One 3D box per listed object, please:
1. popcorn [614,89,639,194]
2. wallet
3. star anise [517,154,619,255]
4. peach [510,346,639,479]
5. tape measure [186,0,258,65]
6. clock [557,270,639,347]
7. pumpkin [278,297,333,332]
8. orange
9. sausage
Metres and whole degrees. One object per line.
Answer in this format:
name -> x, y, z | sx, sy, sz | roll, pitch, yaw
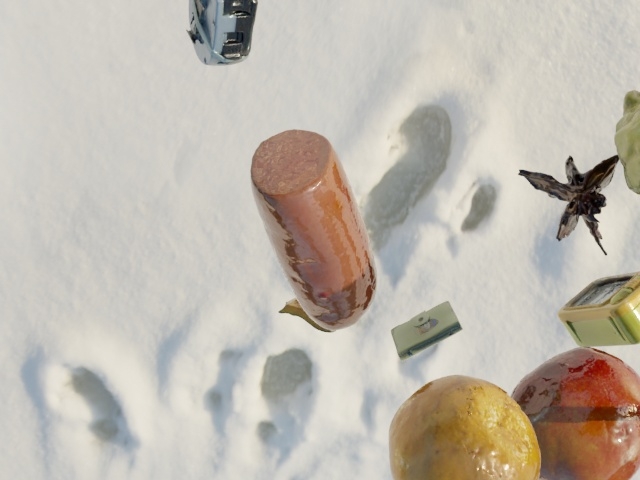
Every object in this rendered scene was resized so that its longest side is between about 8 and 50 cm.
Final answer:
popcorn -> 0.549, -0.136, 1.131 | 0.215, 0.252, 0.286 | -45, 148, 25
wallet -> 0.239, 0.206, 1.778 | 0.155, 0.110, 0.039 | -28, 117, 8
star anise -> 0.419, -0.056, 1.273 | 0.159, 0.140, 0.144 | -16, 155, 9
peach -> 0.418, 0.288, 1.277 | 0.244, 0.199, 0.243 | 0, 92, -2
tape measure -> -0.195, -0.424, 1.501 | 0.107, 0.182, 0.180 | -9, 134, -25
clock -> 0.563, 0.129, 1.488 | 0.096, 0.143, 0.202 | 53, 160, -2
pumpkin -> -0.015, 0.112, 1.243 | 0.101, 0.073, 0.035 | 20, 97, 12
orange -> 0.076, 0.115, 0.418 | 0.083, 0.083, 0.070 | 38, 127, -11
sausage -> 0.000, 0.000, 0.875 | 0.114, 0.113, 0.259 | -6, 138, 14
